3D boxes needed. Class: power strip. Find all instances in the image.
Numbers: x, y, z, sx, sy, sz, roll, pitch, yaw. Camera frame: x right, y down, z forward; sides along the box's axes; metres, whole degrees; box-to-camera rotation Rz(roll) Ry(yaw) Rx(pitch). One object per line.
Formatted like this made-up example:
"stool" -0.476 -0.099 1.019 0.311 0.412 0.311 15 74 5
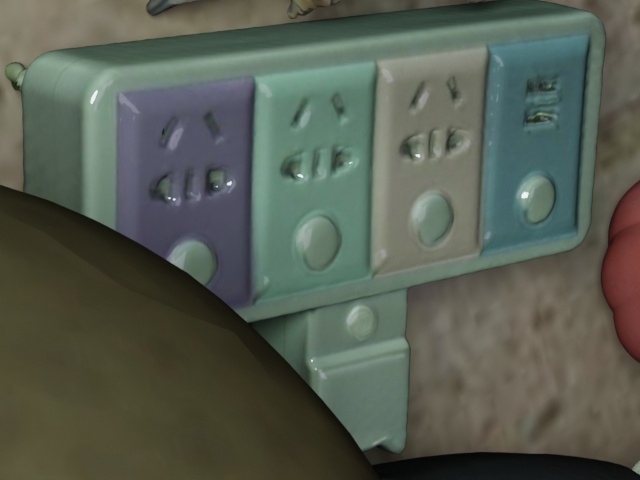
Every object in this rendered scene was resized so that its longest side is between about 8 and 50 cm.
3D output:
"power strip" 0.000 0.000 0.654 0.215 0.061 0.145 -10 109 -38

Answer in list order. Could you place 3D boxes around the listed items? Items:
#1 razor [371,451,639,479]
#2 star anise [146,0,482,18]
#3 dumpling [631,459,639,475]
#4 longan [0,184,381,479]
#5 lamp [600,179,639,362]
"razor" 0.043 0.100 0.675 0.148 0.090 0.054 -3 85 -39
"star anise" 0.008 -0.134 0.594 0.182 0.065 0.195 -35 131 10
"dumpling" 0.148 0.162 0.768 0.134 0.100 0.169 -24 140 -4
"longan" -0.112 0.123 0.433 0.297 0.297 0.297 -6 99 -39
"lamp" 0.159 0.013 0.757 0.107 0.092 0.107 6 67 -15
